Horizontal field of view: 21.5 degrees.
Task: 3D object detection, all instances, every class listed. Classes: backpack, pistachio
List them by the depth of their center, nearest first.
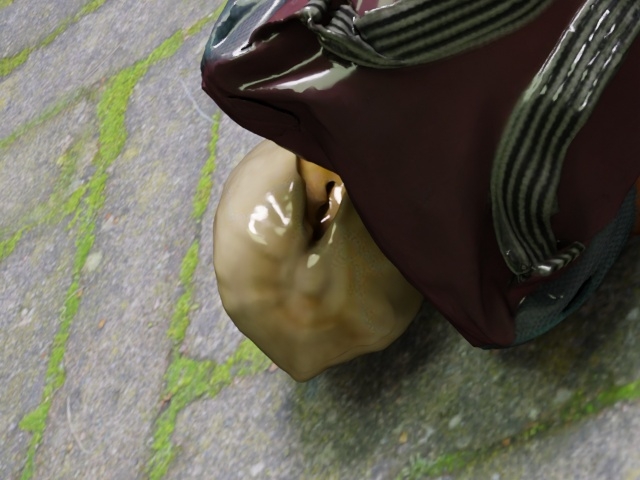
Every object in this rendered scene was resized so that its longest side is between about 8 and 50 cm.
[{"bbox_3d":[0.120,-0.126,1.039,0.317,0.283,0.197,-46,7,-9],"label":"backpack"},{"bbox_3d":[0.000,0.000,1.180,0.157,0.157,0.229,-39,21,19],"label":"pistachio"}]
